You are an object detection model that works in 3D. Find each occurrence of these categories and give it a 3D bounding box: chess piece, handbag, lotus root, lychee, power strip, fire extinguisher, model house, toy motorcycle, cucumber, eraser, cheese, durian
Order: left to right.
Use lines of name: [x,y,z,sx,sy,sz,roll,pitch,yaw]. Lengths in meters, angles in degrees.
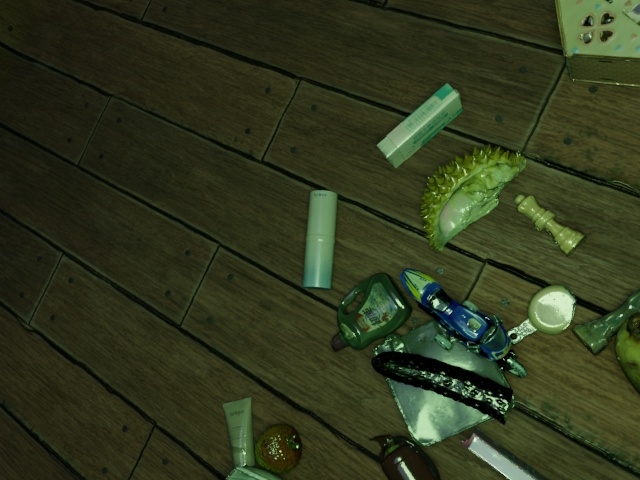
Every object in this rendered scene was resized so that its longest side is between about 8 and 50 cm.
lychee: [-0.100,0.509,1.278,0.146,0.114,0.114,-40,67,34]
eraser: [0.249,-0.282,1.299,0.225,0.095,0.052,-41,68,10]
fire extinguisher: [0.225,0.568,1.144,0.341,0.105,0.141,55,132,28]
cucumber: [0.252,0.295,1.116,0.303,0.072,0.081,17,84,25]
handbag: [0.276,0.304,1.187,0.247,0.079,0.260,-29,68,12]
toy motorcycle: [0.297,0.170,1.090,0.315,0.169,0.113,39,81,25]
durian: [0.345,-0.121,1.208,0.306,0.172,0.166,-40,93,1]
power strip: [0.422,0.487,1.076,0.278,0.109,0.038,33,91,24]
cheese: [0.490,0.172,1.144,0.092,0.047,0.171,37,94,26]
chess piece: [0.508,-0.042,1.176,0.060,0.060,0.172,-47,65,7]
model house: [0.654,-0.455,1.149,0.244,0.169,0.326,-43,66,17]
lotus root: [0.666,0.255,0.996,0.154,0.154,0.278,-38,105,11]

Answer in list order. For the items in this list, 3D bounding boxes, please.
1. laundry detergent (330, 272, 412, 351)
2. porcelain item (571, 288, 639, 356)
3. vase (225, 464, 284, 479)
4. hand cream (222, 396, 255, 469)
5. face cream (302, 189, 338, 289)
laundry detergent: [0.104,0.187,1.280,0.221,0.078,0.144,-38,66,13]
porcelain item: [0.631,0.150,1.076,0.215,0.081,0.069,-39,51,9]
vase: [-0.050,0.709,1.163,0.445,0.250,0.250,28,91,19]
hand cream: [-0.206,0.509,1.355,0.087,0.054,0.186,-18,67,14]
face cream: [0.000,0.000,1.353,0.077,0.077,0.250,1,79,22]
